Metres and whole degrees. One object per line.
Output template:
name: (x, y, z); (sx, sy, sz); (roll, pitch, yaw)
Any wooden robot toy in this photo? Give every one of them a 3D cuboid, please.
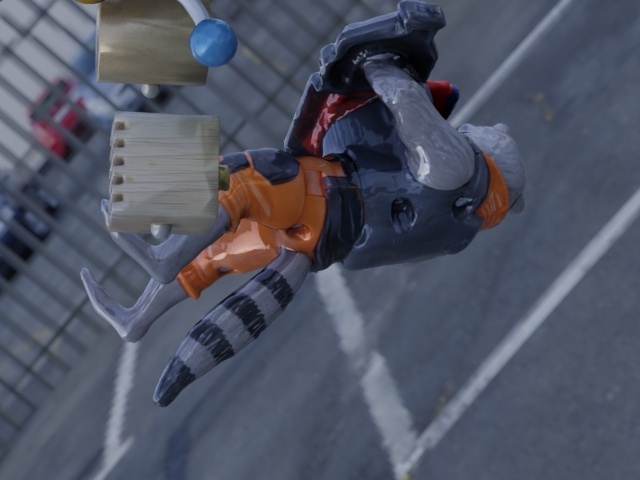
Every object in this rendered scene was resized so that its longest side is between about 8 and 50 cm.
wooden robot toy: (-0.063, -0.088, 0.434); (0.076, 0.079, 0.173); (-145, 56, -79)

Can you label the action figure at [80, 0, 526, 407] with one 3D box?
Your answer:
action figure: (0.000, 0.000, 1.193); (0.330, 0.178, 0.341); (-20, -24, -17)
